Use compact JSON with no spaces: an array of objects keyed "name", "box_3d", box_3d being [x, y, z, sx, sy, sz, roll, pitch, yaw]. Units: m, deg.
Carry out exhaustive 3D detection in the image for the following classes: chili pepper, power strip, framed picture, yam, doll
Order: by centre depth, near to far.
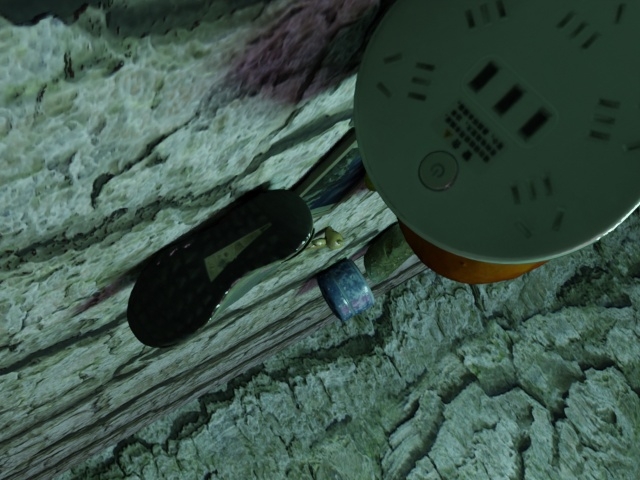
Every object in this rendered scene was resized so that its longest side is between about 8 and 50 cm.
[{"name":"power strip","box_3d":[0.221,-0.149,0.835,0.357,0.357,0.161,-35,169,14]},{"name":"framed picture","box_3d":[0.035,-0.110,1.282,0.209,0.019,0.281,-19,162,-48]},{"name":"chili pepper","box_3d":[0.106,-0.107,1.347,0.049,0.043,0.208,-60,169,7]},{"name":"doll","box_3d":[0.003,0.009,1.605,0.093,0.051,0.061,-30,175,-1]},{"name":"yam","box_3d":[0.195,0.024,2.025,0.107,0.107,0.183,-18,160,-49]}]

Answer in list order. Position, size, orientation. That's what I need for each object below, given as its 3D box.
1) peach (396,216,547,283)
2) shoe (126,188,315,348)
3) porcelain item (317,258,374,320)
[{"name":"peach","box_3d":[0.304,-0.080,1.351,0.343,0.343,0.301,-27,145,-21]},{"name":"shoe","box_3d":[-0.153,0.040,1.207,0.336,0.132,0.171,-36,177,5]},{"name":"porcelain item","box_3d":[0.064,0.136,2.047,0.114,0.147,0.147,-28,168,-6]}]
